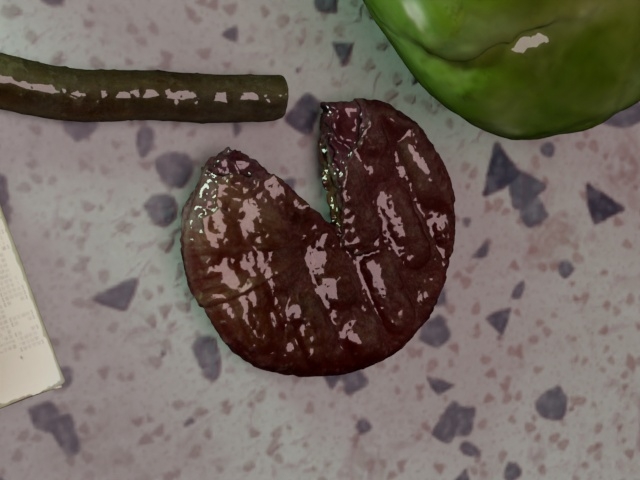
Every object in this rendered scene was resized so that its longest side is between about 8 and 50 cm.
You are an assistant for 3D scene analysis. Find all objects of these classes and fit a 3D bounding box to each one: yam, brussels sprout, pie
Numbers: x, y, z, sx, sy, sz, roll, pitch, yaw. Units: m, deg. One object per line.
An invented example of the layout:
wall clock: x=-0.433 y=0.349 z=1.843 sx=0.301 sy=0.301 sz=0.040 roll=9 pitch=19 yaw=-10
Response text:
yam: x=-0.183 y=-0.109 z=1.105 sx=0.327 sy=0.045 sz=0.045 roll=1 pitch=57 yaw=-21
brussels sprout: x=0.147 y=-0.234 z=1.106 sx=0.274 sy=0.243 sz=0.316 roll=20 pitch=83 yaw=-26
pie: x=0.000 y=0.000 z=1.168 sx=0.219 sy=0.054 sz=0.204 roll=-12 pitch=99 yaw=-21

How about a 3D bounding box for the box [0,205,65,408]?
box: x=-0.300 y=0.056 z=1.045 sx=0.212 sy=0.095 sz=0.168 roll=-21 pitch=98 yaw=-16
